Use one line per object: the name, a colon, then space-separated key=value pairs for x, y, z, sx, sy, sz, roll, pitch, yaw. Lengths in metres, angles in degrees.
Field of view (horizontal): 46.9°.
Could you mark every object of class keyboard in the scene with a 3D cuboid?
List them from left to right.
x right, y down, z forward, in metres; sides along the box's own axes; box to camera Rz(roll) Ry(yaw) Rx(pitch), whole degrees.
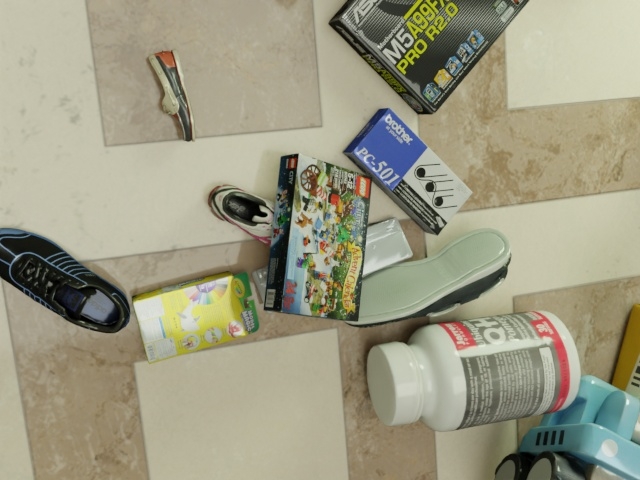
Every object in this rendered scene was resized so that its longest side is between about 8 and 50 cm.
keyboard: x=0.021 y=0.038 z=1.190 sx=0.256 sy=0.014 sz=0.072 roll=-21 pitch=87 yaw=-10

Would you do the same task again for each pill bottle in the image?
pill bottle: x=0.246 y=0.218 z=1.221 sx=0.319 sy=0.176 sz=0.176 roll=-5 pitch=101 yaw=-17

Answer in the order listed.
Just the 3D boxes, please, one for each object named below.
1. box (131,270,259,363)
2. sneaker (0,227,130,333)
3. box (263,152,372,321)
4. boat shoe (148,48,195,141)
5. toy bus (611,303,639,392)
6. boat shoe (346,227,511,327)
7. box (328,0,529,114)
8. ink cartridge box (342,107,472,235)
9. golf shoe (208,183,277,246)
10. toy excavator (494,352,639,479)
box: x=-0.190 y=0.113 z=1.139 sx=0.179 sy=0.043 sz=0.105 roll=-14 pitch=102 yaw=-12
sneaker: x=-0.372 y=0.058 z=1.045 sx=0.232 sy=0.090 sz=0.081 roll=30 pitch=89 yaw=-20
box: x=0.000 y=0.000 z=1.120 sx=0.159 sy=0.044 sz=0.233 roll=12 pitch=81 yaw=-41
boat shoe: x=-0.213 y=-0.208 z=1.075 sx=0.043 sy=0.049 sz=0.137 roll=-15 pitch=101 yaw=-11
toy bus: x=0.623 y=0.297 z=1.389 sx=0.130 sy=0.108 sz=0.332 roll=11 pitch=95 yaw=-19
boat shoe: x=0.175 y=0.082 z=1.214 sx=0.303 sy=0.114 sz=0.091 roll=-19 pitch=139 yaw=0
box: x=0.179 y=-0.368 z=1.165 sx=0.216 sy=0.060 sz=0.270 roll=42 pitch=85 yaw=-19
ink cartridge box: x=0.144 y=-0.110 z=1.204 sx=0.207 sy=0.046 sz=0.097 roll=42 pitch=84 yaw=-19
golf shoe: x=-0.081 y=-0.027 z=1.127 sx=0.186 sy=0.086 sz=0.067 roll=21 pitch=91 yaw=-21
toy excavator: x=0.509 y=0.284 z=1.224 sx=0.222 sy=0.433 sz=0.445 roll=26 pitch=70 yaw=-2
